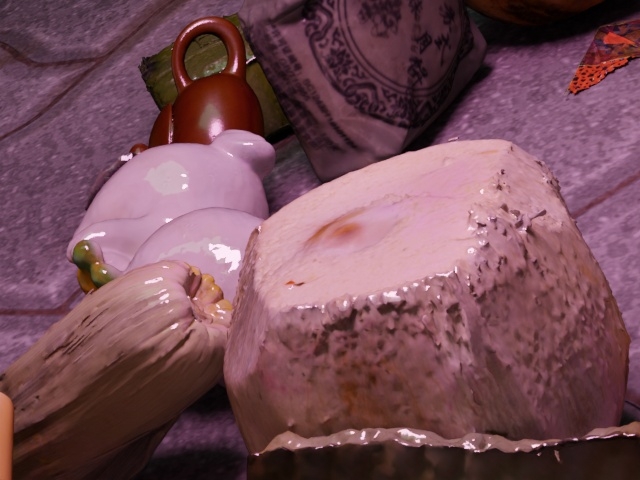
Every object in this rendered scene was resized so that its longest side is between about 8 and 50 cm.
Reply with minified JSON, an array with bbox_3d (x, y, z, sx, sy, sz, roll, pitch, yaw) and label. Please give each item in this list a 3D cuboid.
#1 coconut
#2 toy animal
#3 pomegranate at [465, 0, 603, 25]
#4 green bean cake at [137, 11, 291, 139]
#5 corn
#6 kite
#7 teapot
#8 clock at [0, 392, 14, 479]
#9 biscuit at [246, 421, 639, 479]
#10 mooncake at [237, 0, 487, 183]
[{"bbox_3d":[0.079,0.090,1.396,0.297,0.254,0.297,-21,19,7],"label":"coconut"},{"bbox_3d":[-0.084,0.022,1.742,0.247,0.183,0.310,-30,27,-14],"label":"toy animal"},{"bbox_3d":[0.249,-0.380,2.128,0.322,0.322,0.322,-19,26,10],"label":"pomegranate"},{"bbox_3d":[-0.088,-0.187,2.228,0.214,0.113,0.200,-25,23,-5],"label":"green bean cake"},{"bbox_3d":[-0.195,0.130,1.601,0.305,0.123,0.122,-41,59,27],"label":"corn"},{"bbox_3d":[0.323,-0.215,2.062,0.222,0.008,0.125,-28,26,-10],"label":"kite"},{"bbox_3d":[-0.125,-0.101,1.966,0.135,0.252,0.178,2,-2,-12],"label":"teapot"},{"bbox_3d":[-0.333,0.263,1.439,0.244,0.200,0.317,0,26,-9],"label":"clock"},{"bbox_3d":[0.091,0.201,1.258,0.273,0.187,0.036,-1,20,19],"label":"biscuit"},{"bbox_3d":[0.047,-0.215,2.014,0.136,0.254,0.250,-13,27,46],"label":"mooncake"}]
